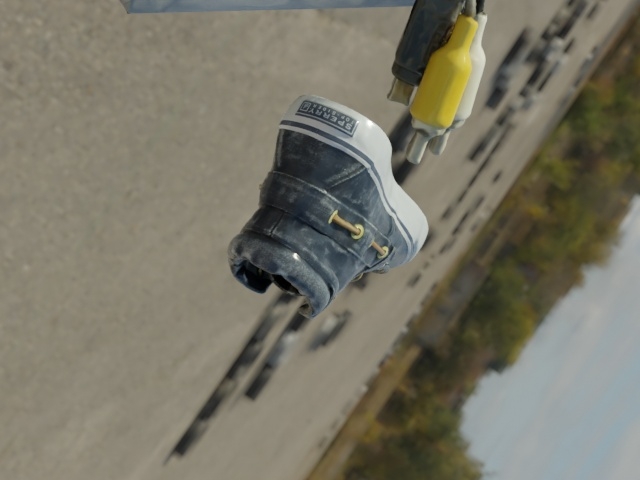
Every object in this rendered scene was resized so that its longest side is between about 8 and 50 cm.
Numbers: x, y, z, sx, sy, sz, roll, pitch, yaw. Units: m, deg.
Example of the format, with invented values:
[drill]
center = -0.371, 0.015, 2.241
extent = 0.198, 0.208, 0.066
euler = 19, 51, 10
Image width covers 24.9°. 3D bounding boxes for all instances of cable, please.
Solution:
[cable]
center = 0.119, -0.198, 1.045
extent = 0.139, 0.072, 0.287
euler = -65, 179, -58

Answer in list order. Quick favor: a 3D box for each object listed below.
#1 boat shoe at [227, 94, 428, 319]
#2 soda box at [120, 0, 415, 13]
[boat shoe]
center = 0.000, 0.000, 0.699
extent = 0.083, 0.065, 0.183
euler = -62, 162, -10
[soda box]
center = -0.033, -0.247, 1.158
extent = 0.286, 0.091, 0.098
euler = -8, 138, -31
